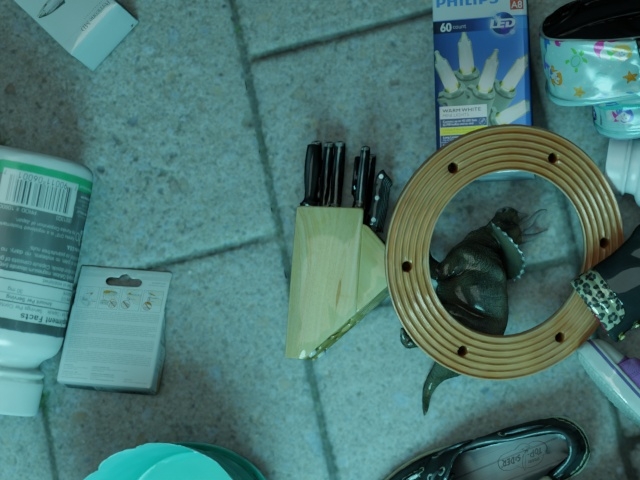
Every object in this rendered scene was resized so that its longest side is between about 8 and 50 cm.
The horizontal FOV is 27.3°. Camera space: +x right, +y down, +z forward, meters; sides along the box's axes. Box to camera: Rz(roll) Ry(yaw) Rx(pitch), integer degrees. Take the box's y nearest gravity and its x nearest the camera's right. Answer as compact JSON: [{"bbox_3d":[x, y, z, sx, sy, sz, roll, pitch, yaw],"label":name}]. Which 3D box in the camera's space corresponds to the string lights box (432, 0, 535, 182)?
[{"bbox_3d":[0.227,-0.214,1.831,0.133,0.077,0.259,-3,82,11],"label":"string lights box"}]

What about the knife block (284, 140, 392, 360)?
[{"bbox_3d":[0.000,0.000,1.842,0.276,0.088,0.242,-42,77,4],"label":"knife block"}]

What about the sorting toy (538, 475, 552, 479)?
[{"bbox_3d":[0.250,0.427,1.721,0.208,0.038,0.193,-31,113,4],"label":"sorting toy"}]

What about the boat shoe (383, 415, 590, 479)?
[{"bbox_3d":[0.198,0.330,1.752,0.340,0.113,0.127,-20,80,7],"label":"boat shoe"}]

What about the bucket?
[{"bbox_3d":[-0.191,0.403,1.779,0.281,0.183,0.281,-1,83,10],"label":"bucket"}]

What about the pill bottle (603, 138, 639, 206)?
[{"bbox_3d":[0.474,-0.091,1.754,0.187,0.112,0.112,8,85,11],"label":"pill bottle"}]

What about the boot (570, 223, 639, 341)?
[{"bbox_3d":[0.455,0.080,1.724,0.179,0.085,0.236,-39,105,4],"label":"boot"}]

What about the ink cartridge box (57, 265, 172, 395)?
[{"bbox_3d":[-0.294,0.131,1.913,0.146,0.045,0.179,4,66,11],"label":"ink cartridge box"}]

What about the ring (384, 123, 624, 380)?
[{"bbox_3d":[0.240,0.016,1.718,0.337,0.032,0.336,-2,99,-15],"label":"ring"}]

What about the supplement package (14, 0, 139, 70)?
[{"bbox_3d":[-0.376,-0.355,1.943,0.179,0.105,0.105,43,91,12],"label":"supplement package"}]

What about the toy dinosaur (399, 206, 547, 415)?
[{"bbox_3d":[0.193,0.088,1.781,0.160,0.121,0.313,12,83,18],"label":"toy dinosaur"}]

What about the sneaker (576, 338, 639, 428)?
[{"bbox_3d":[0.481,0.192,1.732,0.282,0.102,0.161,41,88,2],"label":"sneaker"}]

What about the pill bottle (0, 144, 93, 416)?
[{"bbox_3d":[-0.450,0.055,1.856,0.204,0.204,0.360,10,85,11],"label":"pill bottle"}]

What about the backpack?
[{"bbox_3d":[0.416,-0.241,1.725,0.254,0.225,0.191,-2,113,10],"label":"backpack"}]
